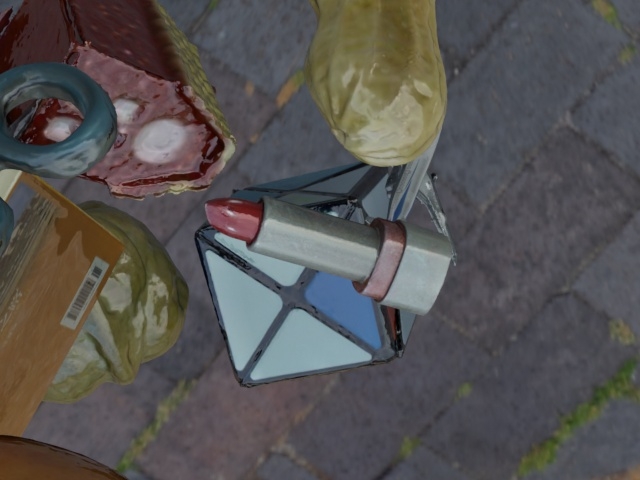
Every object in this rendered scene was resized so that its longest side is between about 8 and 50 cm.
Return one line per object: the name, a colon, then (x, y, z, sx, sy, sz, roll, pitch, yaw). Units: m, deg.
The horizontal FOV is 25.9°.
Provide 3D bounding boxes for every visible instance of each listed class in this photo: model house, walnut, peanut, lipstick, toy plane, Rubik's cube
model house: (-0.202, -0.156, 1.435, 0.254, 0.196, 0.160, 16, 122, -34)
walnut: (-0.342, 0.083, 1.972, 0.253, 0.282, 0.276, 11, 137, 37)
peanut: (0.048, -0.219, 1.427, 0.147, 0.147, 0.305, -8, 73, 7)
lipstick: (0.000, -0.001, 1.028, 0.186, 0.057, 0.063, 17, 104, -17)
toy plane: (0.105, -0.073, 1.622, 0.058, 0.226, 0.226, -23, 124, 32)
Rubik's cube: (-0.010, 0.043, 1.990, 0.247, 0.248, 0.250, -12, 102, 15)

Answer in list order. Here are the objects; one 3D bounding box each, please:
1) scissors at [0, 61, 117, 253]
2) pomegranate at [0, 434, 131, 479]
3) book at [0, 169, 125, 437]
scissors: (-0.230, -0.073, 0.755, 0.138, 0.289, 0.041, -48, 142, -17)
pomegranate: (-0.109, 0.156, 0.428, 0.191, 0.191, 0.191, 1, 114, 3)
book: (-0.288, 0.082, 1.274, 0.028, 0.374, 0.262, 28, 83, 9)
